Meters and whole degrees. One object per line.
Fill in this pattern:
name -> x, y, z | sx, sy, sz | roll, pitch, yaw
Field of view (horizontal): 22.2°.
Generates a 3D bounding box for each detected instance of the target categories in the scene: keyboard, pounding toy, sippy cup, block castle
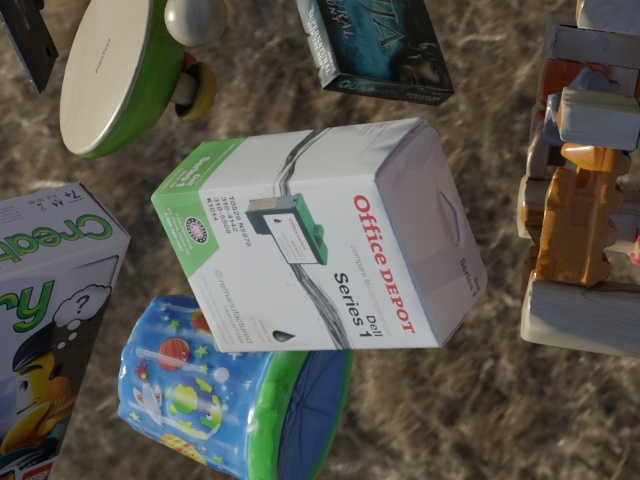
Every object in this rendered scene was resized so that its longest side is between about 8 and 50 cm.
keyboard -> -0.339, -0.262, 1.828 | 0.023, 0.108, 0.180 | -6, 132, 14
pounding toy -> -0.135, -0.167, 1.456 | 0.237, 0.110, 0.183 | -49, 37, 37
sippy cup -> -0.106, 0.167, 1.900 | 0.224, 0.240, 0.305 | 14, 77, 18
block castle -> 0.282, -0.147, 1.204 | 0.213, 0.303, 0.453 | 8, 111, 2

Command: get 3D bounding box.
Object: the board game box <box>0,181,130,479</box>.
board game box -> -0.242, 0.089, 0.759 | 0.053, 0.305, 0.193 | 44, 131, 27

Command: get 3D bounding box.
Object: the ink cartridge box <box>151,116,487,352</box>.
ink cartridge box -> 0.000, 0.000, 1.287 | 0.219, 0.092, 0.160 | -4, 120, 36

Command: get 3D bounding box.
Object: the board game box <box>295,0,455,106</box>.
board game box -> 0.032, -0.198, 1.314 | 0.026, 0.126, 0.186 | -38, 59, 42
